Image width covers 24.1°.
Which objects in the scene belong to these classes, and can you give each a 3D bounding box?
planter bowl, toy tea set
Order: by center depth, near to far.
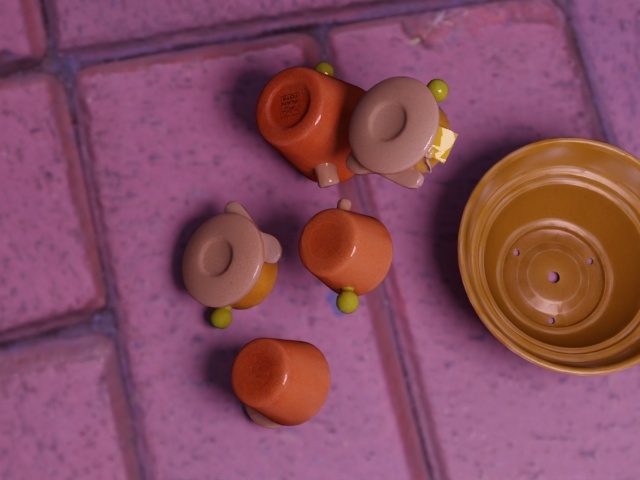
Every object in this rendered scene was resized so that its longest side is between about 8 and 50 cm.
[{"bbox_3d":[0.000,0.000,1.323,0.200,0.124,0.336,27,90,36],"label":"toy tea set"},{"bbox_3d":[0.221,0.024,1.351,0.217,0.090,0.217,2,73,-6],"label":"planter bowl"}]
